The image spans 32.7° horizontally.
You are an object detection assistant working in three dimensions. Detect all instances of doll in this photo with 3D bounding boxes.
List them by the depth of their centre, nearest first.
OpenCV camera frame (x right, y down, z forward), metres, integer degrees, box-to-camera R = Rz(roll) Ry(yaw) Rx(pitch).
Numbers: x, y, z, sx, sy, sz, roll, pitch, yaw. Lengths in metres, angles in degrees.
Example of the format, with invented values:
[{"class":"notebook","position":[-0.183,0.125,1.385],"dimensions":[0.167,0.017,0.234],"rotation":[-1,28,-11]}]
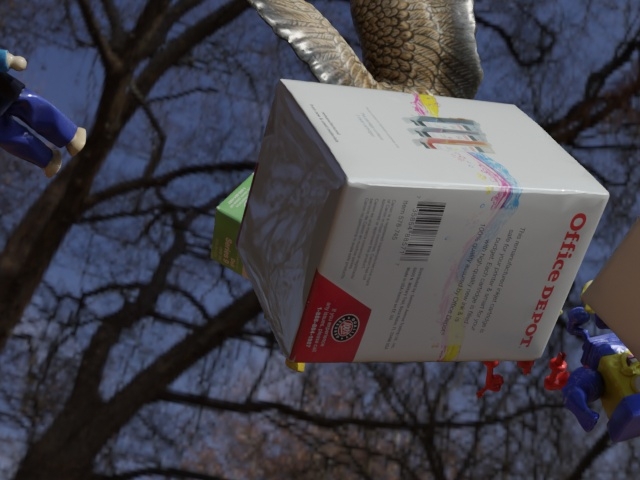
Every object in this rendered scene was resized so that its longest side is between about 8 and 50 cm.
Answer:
[{"class":"doll","position":[-0.333,-0.136,1.098],"dimensions":[0.129,0.046,0.189],"rotation":[-39,-54,15]}]

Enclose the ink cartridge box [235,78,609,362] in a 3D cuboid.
[{"class":"ink cartridge box","position":[0.058,-0.010,0.675],"dimensions":[0.176,0.127,0.128],"rotation":[3,-59,-24]}]

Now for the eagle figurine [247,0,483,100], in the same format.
[{"class":"eagle figurine","position":[0.043,-0.157,1.049],"dimensions":[0.225,0.226,0.298],"rotation":[-6,-71,10]}]

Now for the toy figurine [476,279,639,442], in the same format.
[{"class":"toy figurine","position":[0.396,0.182,1.335],"dimensions":[0.362,0.217,0.191],"rotation":[-7,-47,-20]}]

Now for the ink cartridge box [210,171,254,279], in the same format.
[{"class":"ink cartridge box","position":[0.000,0.000,1.291],"dimensions":[0.212,0.154,0.093],"rotation":[27,-44,16]}]

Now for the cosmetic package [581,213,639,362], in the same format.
[{"class":"cosmetic package","position":[0.427,-0.018,1.071],"dimensions":[0.156,0.217,0.385],"rotation":[50,-21,16]}]

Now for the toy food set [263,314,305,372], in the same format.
[{"class":"toy food set","position":[-0.043,0.093,1.439],"dimensions":[0.071,0.128,0.218],"rotation":[9,10,-1]}]
